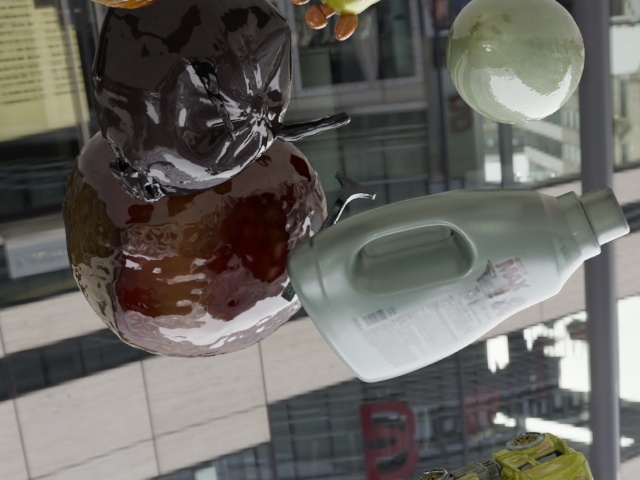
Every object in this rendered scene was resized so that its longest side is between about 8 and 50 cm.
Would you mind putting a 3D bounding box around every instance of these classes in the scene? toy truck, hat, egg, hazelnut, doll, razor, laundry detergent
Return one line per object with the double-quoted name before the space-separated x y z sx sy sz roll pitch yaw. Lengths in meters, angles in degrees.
"toy truck" 0.194 0.326 1.034 0.272 0.124 0.157 -18 -177 -12
"hat" -0.087 -0.198 0.918 0.209 0.336 0.238 9 169 23
"egg" 0.314 -0.309 1.472 0.218 0.218 0.295 3 175 33
"hazelnut" -0.183 -0.006 1.353 0.421 0.420 0.352 -4 -149 8
"doll" 0.059 -0.396 1.301 0.221 0.143 0.135 -33 -170 3
"razor" -0.002 0.000 1.222 0.066 0.190 0.033 32 -175 15
"laundry detergent" 0.183 0.026 1.132 0.398 0.264 0.124 -23 -140 16

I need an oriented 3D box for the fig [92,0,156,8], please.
"fig" -0.180 -0.256 0.742 0.119 0.119 0.153 -18 -147 -40
